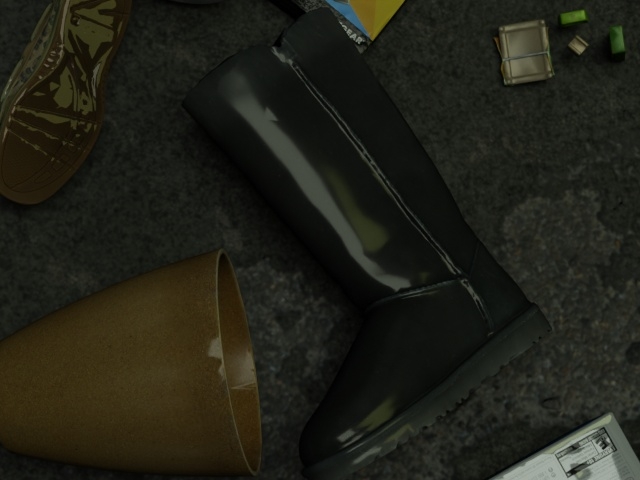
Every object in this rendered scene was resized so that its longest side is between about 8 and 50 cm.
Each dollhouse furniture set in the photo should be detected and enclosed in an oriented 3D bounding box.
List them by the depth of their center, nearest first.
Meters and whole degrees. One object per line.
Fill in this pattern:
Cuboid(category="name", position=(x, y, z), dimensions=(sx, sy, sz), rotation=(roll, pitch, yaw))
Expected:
Cuboid(category="dollhouse furniture set", position=(0.288, -0.231, 1.813), dimensions=(0.151, 0.058, 0.076), rotation=(-9, 86, 9))

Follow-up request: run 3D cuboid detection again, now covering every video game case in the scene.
Cuboid(category="video game case", position=(0.262, 0.359, 1.657), dimensions=(0.269, 0.061, 0.244), rotation=(-26, 81, -13))

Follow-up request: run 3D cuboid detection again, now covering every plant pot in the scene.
Cuboid(category="plant pot", position=(-0.205, 0.146, 1.567), dimensions=(0.254, 0.237, 0.237), rotation=(-10, 79, 4))

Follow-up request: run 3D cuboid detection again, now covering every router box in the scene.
Cuboid(category="router box", position=(0.012, -0.313, 1.776), dimensions=(0.179, 0.046, 0.133), rotation=(37, 75, 1))

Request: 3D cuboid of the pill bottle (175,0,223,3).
Cuboid(category="pill bottle", position=(-0.139, -0.426, 1.719), dimensions=(0.160, 0.160, 0.283), rotation=(10, 76, -6))

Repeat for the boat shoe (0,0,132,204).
Cuboid(category="boat shoe", position=(-0.294, -0.172, 1.686), dimensions=(0.104, 0.089, 0.285), rotation=(29, 76, -29))

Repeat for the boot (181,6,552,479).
Cuboid(category="boot", position=(0.001, -0.001, 1.621), dimensions=(0.367, 0.146, 0.445), rotation=(-32, 87, -41))
